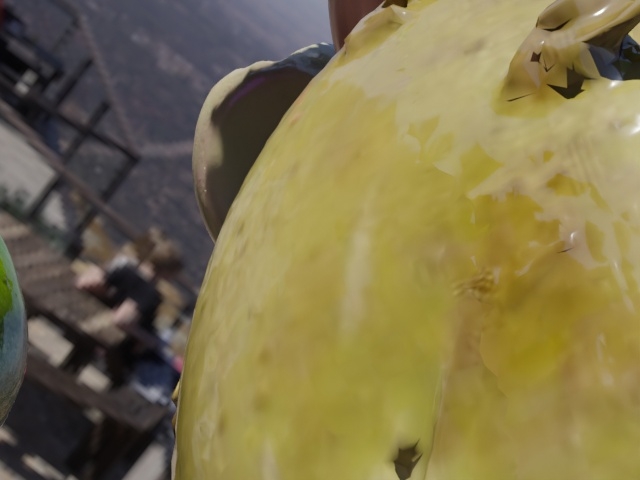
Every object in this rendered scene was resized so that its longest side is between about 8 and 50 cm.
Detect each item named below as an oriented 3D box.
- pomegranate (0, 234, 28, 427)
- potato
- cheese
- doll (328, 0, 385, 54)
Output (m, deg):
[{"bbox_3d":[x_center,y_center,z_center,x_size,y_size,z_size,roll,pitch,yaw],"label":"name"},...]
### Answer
[{"bbox_3d":[-0.305,0.092,1.052,0.260,0.260,0.340,-107,175,-77],"label":"pomegranate"},{"bbox_3d":[0.158,0.051,0.629,0.442,0.385,0.319,21,45,-34],"label":"potato"},{"bbox_3d":[0.000,0.000,1.213,0.082,0.163,0.286,14,58,-68],"label":"cheese"},{"bbox_3d":[0.091,-0.234,0.841,0.284,0.216,0.268,3,-69,54],"label":"doll"}]
